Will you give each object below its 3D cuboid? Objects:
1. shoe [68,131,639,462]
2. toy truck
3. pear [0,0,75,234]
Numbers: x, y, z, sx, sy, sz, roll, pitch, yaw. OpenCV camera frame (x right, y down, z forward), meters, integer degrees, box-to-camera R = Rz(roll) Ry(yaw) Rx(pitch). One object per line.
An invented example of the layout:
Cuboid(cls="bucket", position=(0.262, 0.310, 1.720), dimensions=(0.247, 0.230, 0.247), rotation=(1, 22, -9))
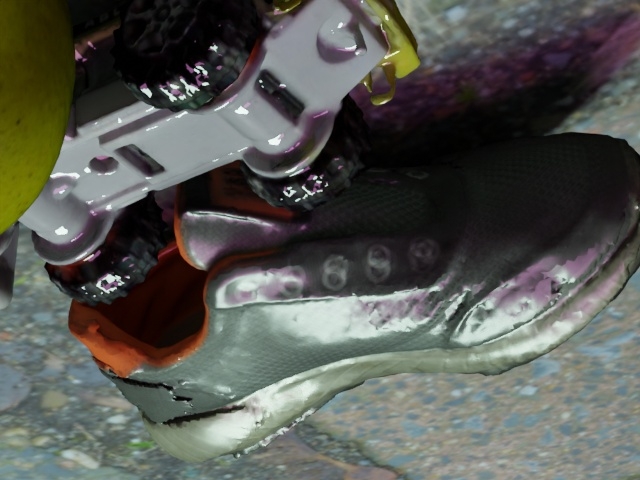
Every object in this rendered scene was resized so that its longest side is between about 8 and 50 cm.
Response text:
Cuboid(cls="shoe", position=(0.000, 0.000, 0.854), dimensions=(0.336, 0.132, 0.171), rotation=(-24, 137, 26))
Cuboid(cls="toy truck", position=(-0.096, -0.055, 0.732), dimensions=(0.286, 0.111, 0.136), rotation=(-22, 144, 21))
Cuboid(cls="pear", position=(-0.183, -0.077, 0.597), dimensions=(0.198, 0.198, 0.198), rotation=(-8, 149, -5))
